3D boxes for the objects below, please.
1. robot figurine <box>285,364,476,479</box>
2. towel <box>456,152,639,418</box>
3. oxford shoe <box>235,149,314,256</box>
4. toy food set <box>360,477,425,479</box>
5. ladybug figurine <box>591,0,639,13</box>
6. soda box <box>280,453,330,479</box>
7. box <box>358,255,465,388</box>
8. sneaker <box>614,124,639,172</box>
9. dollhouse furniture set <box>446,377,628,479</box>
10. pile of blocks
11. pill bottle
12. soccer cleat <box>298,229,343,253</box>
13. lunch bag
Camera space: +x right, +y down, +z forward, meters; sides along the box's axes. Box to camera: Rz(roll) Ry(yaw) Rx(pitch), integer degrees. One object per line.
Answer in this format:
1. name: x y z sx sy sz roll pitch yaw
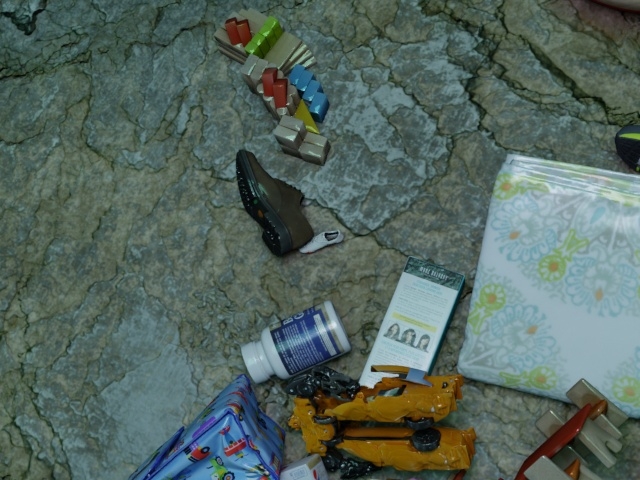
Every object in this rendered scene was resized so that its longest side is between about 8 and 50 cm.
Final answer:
1. robot figurine: 0.086 0.277 1.407 0.291 0.085 0.211 -3 115 27
2. towel: 0.404 0.068 1.413 0.320 0.090 0.375 13 98 18
3. oxford shoe: -0.083 -0.075 1.621 0.096 0.083 0.227 -20 64 -23
4. toy food set: 0.124 0.378 1.416 0.122 0.078 0.019 6 75 3
5. ladybug figurine: 0.611 -0.524 1.585 0.449 0.162 0.305 -4 72 9
6. soda box: -0.093 0.407 1.424 0.216 0.074 0.069 -23 85 15
7. box: 0.150 0.158 1.497 0.100 0.060 0.244 20 76 16
8. sneaker: 0.640 -0.173 1.505 0.299 0.111 0.121 2 62 5
9. dollhouse furniture set: 0.301 0.331 1.317 0.135 0.262 0.259 42 120 10
10. pile of blocks: -0.072 -0.308 1.668 0.149 0.112 0.362 -31 69 -1
11. pill bottle: -0.041 0.173 1.510 0.169 0.094 0.094 -24 69 2
12. soccer cleat: 0.000 0.000 1.591 0.083 0.035 0.029 -16 70 5
13. lunch bag: -0.211 0.361 1.406 0.293 0.221 0.138 -33 94 3
